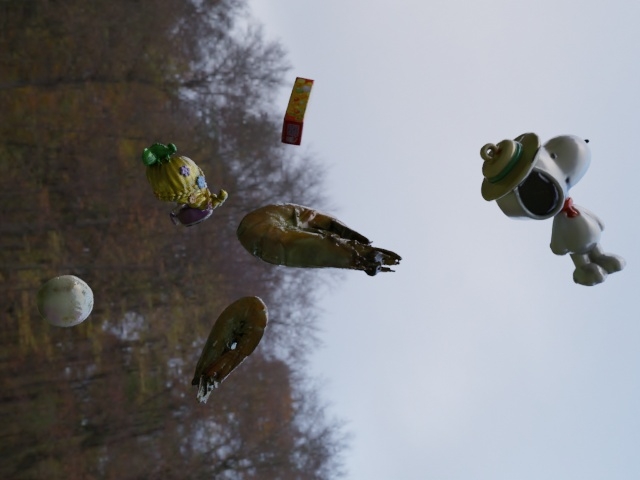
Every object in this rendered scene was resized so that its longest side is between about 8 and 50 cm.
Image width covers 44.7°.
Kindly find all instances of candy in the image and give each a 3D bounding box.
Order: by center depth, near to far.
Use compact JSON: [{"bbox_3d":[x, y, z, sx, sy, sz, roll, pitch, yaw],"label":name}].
[{"bbox_3d":[-0.041,-0.236,1.420,0.062,0.038,0.121,101,1,-51],"label":"candy"}]

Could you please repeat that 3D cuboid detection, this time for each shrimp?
[{"bbox_3d":[0.000,0.000,1.226,0.267,0.145,0.061,12,-54,19],"label":"shrimp"},{"bbox_3d":[-0.166,0.194,1.400,0.115,0.051,0.217,14,-112,49],"label":"shrimp"}]

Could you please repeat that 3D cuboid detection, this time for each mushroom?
[{"bbox_3d":[-0.389,0.090,1.183,0.067,0.084,0.083,-126,-140,-52],"label":"mushroom"}]

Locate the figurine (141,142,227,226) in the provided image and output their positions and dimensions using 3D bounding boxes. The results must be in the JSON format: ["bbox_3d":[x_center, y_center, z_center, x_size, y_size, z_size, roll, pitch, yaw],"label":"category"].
[{"bbox_3d":[-0.232,-0.105,1.341,0.094,0.115,0.156,-76,147,-56],"label":"figurine"}]

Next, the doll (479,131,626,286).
[{"bbox_3d":[0.381,-0.048,1.280,0.144,0.208,0.271,-177,-107,-77],"label":"doll"}]
